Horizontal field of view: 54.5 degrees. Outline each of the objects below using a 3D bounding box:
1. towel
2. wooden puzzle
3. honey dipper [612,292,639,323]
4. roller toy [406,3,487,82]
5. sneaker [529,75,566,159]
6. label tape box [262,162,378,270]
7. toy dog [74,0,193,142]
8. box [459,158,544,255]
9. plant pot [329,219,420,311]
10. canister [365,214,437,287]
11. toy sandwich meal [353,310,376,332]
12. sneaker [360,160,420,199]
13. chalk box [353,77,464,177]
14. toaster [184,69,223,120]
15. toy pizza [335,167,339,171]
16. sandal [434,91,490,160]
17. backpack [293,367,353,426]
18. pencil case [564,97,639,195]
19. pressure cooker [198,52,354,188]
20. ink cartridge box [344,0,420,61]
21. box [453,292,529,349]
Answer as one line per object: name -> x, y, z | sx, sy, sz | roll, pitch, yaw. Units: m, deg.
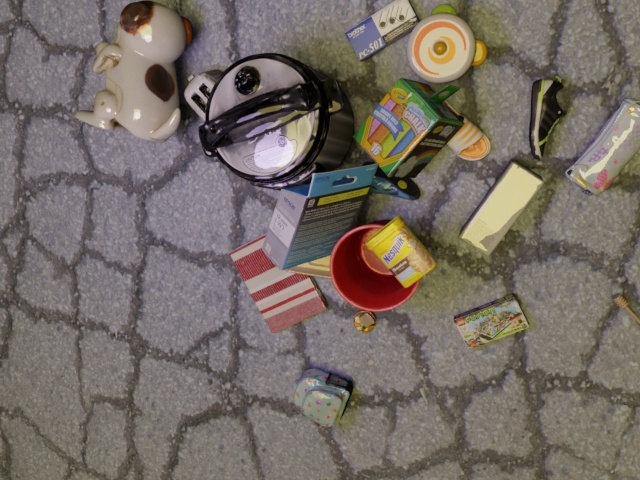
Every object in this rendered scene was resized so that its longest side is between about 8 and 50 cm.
towel -> -0.146, 0.137, 2.143 | 0.237, 0.037, 0.328 | -26, 95, 21
wooden puzzle -> 0.000, 0.000, 2.037 | 0.221, 0.044, 0.238 | 9, 102, 6
honey dipper -> 0.940, 0.225, 1.861 | 0.030, 0.030, 0.160 | -43, 92, 21
roller toy -> 0.347, -0.542, 1.763 | 0.191, 0.146, 0.209 | -41, 91, 22
sneaker -> 0.648, -0.346, 1.763 | 0.097, 0.084, 0.234 | 2, 105, 14
label tape box -> -0.005, -0.094, 1.805 | 0.115, 0.249, 0.347 | 46, 133, 31
toy dog -> -0.552, -0.529, 1.914 | 0.395, 0.285, 0.407 | 27, 107, 50
box -> 0.537, -0.099, 1.855 | 0.113, 0.094, 0.275 | 35, 110, 4
plant pot -> 0.189, 0.055, 1.914 | 0.275, 0.243, 0.274 | 4, 105, 15
canister -> 0.227, 0.033, 1.731 | 0.126, 0.073, 0.170 | -40, 93, 20
toy sandwich meal -> 0.149, 0.276, 2.098 | 0.086, 0.029, 0.085 | 4, 105, 15
sneaker -> 0.211, -0.174, 1.952 | 0.209, 0.069, 0.082 | 25, 143, -1
chalk box -> 0.272, -0.342, 1.779 | 0.179, 0.180, 0.289 | 51, 119, 20
toaster -> -0.326, -0.440, 1.981 | 0.129, 0.146, 0.227 | -41, 91, 22
toy pizza -> -0.038, -0.227, 2.001 | 0.201, 0.032, 0.201 | 2, 96, 17
sandal -> 0.388, -0.335, 1.843 | 0.265, 0.076, 0.102 | 43, 111, 1
backpack -> 0.000, 0.540, 2.152 | 0.189, 0.144, 0.165 | 23, 115, 12
pencil case -> 0.805, -0.258, 1.725 | 0.124, 0.113, 0.273 | 30, 110, -13
pressure cooker -> -0.126, -0.338, 1.783 | 0.376, 0.420, 0.369 | 32, 103, 14
ink cartridge box -> 0.186, -0.627, 1.840 | 0.207, 0.046, 0.097 | -26, 95, 21
box -> 0.543, 0.259, 1.978 | 0.207, 0.036, 0.114 | -26, 96, 20
